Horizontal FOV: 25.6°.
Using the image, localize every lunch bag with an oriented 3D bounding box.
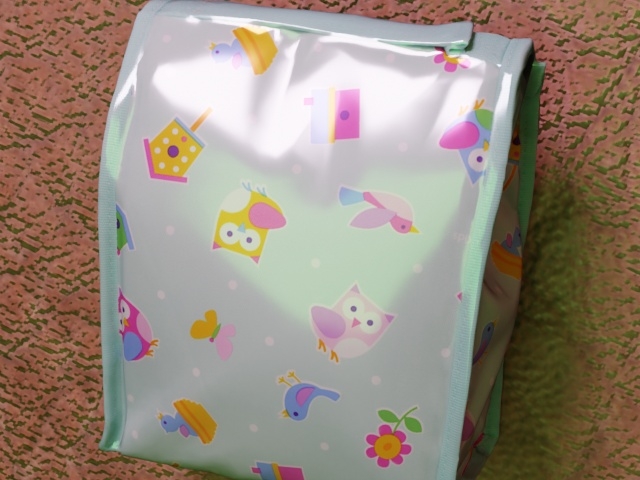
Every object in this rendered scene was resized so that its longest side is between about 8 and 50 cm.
[{"bbox_3d":[0.000,0.000,0.777,0.223,0.160,0.262,10,110,17],"label":"lunch bag"}]
